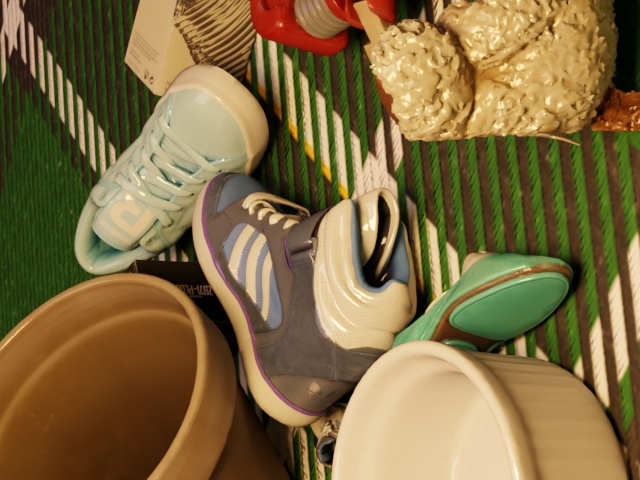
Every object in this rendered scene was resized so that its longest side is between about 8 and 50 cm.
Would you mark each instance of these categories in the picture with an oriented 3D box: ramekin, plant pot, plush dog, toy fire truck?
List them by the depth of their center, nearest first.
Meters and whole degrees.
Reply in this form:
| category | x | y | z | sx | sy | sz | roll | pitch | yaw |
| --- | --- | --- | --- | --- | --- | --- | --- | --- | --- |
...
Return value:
| category | x | y | z | sx | sy | sz | roll | pitch | yaw |
| --- | --- | --- | --- | --- | --- | --- | --- | --- | --- |
| plush dog | 0.173 | -0.203 | 1.532 | 0.210 | 0.262 | 0.225 | 4 | 103 | 26 |
| ramekin | 0.136 | 0.223 | 1.605 | 0.277 | 0.135 | 0.277 | -4 | 85 | 58 |
| toy fire truck | 0.032 | -0.219 | 1.822 | 0.217 | 0.158 | 0.246 | -25 | 56 | 55 |
| plant pot | -0.175 | 0.240 | 1.921 | 0.323 | 0.280 | 0.323 | -21 | 46 | 23 |

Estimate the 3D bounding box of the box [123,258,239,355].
| category | x | y | z | sx | sy | sz | roll | pitch | yaw |
| --- | --- | --- | --- | --- | --- | --- | --- | --- | --- |
| box | -0.171 | 0.098 | 2.103 | 0.180 | 0.147 | 0.077 | -45 | 51 | 47 |

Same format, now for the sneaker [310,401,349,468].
| category | x | y | z | sx | sy | sz | roll | pitch | yaw |
| --- | --- | --- | --- | --- | --- | --- | --- | --- | --- |
| sneaker | 0.018 | 0.198 | 1.872 | 0.135 | 0.058 | 0.052 | 35 | 117 | 55 |

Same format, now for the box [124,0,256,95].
| category | x | y | z | sx | sy | sz | roll | pitch | yaw |
| --- | --- | --- | --- | --- | --- | --- | --- | --- | --- |
| box | -0.120 | -0.296 | 2.082 | 0.094 | 0.113 | 0.275 | 48 | 129 | 48 |

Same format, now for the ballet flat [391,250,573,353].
| category | x | y | z | sx | sy | sz | roll | pitch | yaw |
| --- | --- | --- | --- | --- | --- | --- | --- | --- | --- |
| ballet flat | 0.133 | 0.060 | 1.679 | 0.247 | 0.083 | 0.087 | -49 | 34 | 43 |

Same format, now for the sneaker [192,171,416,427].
| category | x | y | z | sx | sy | sz | roll | pitch | yaw |
| --- | --- | --- | --- | --- | --- | --- | --- | --- | --- |
| sneaker | 0.000 | 0.000 | 1.871 | 0.236 | 0.130 | 0.323 | -49 | 43 | 33 |

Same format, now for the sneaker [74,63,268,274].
| category | x | y | z | sx | sy | sz | roll | pitch | yaw |
| --- | --- | --- | --- | --- | --- | --- | --- | --- | --- |
| sneaker | -0.172 | -0.054 | 2.082 | 0.150 | 0.135 | 0.366 | -56 | 3 | -33 |
